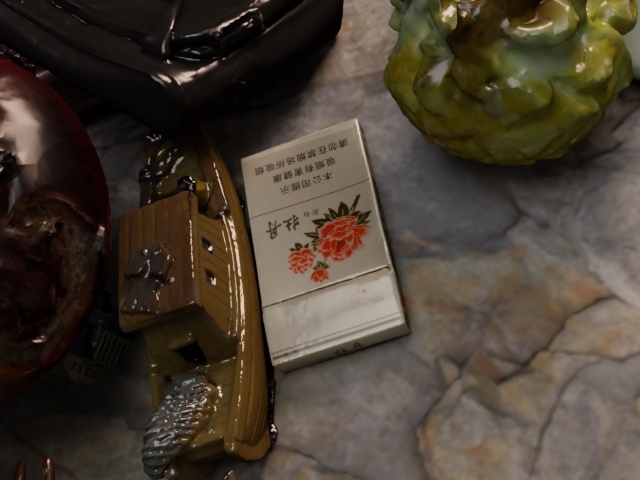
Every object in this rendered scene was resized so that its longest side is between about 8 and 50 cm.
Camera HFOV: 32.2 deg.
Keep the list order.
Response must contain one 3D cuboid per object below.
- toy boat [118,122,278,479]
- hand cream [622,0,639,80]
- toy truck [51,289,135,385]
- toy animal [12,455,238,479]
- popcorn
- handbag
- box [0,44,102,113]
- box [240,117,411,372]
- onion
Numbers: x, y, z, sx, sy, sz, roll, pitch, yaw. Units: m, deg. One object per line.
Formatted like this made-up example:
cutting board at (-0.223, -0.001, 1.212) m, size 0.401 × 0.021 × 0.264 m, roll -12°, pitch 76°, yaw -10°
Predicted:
toy boat at (-0.104, 0.029, 0.858) m, size 0.089 × 0.121 × 0.321 m, roll -20°, pitch 57°, yaw 18°
hand cream at (0.302, -0.148, 0.832) m, size 0.320 × 0.067 × 0.109 m, roll 32°, pitch 79°, yaw 37°
toy truck at (-0.247, 0.062, 0.930) m, size 0.201 × 0.074 × 0.088 m, roll 14°, pitch 78°, yaw 27°
toy animal at (-0.115, 0.246, 0.740) m, size 0.243 × 0.087 × 0.260 m, roll -31°, pitch 60°, yaw 28°
popcorn at (0.140, -0.160, 0.815) m, size 0.197 × 0.212 × 0.198 m, roll 2°, pitch 63°, yaw -3°
handbag at (-0.145, -0.210, 0.966) m, size 0.275 × 0.088 × 0.244 m, roll 32°, pitch 51°, yaw 25°
box at (-0.298, -0.149, 1.055) m, size 0.224 × 0.069 × 0.120 m, roll -22°, pitch 43°, yaw 9°
box at (0.000, 0.000, 0.884) m, size 0.109 × 0.029 × 0.198 m, roll -19°, pitch 57°, yaw 12°
onion at (-0.302, -0.003, 0.817) m, size 0.313 × 0.232 × 0.314 m, roll 1°, pitch 68°, yaw -3°
